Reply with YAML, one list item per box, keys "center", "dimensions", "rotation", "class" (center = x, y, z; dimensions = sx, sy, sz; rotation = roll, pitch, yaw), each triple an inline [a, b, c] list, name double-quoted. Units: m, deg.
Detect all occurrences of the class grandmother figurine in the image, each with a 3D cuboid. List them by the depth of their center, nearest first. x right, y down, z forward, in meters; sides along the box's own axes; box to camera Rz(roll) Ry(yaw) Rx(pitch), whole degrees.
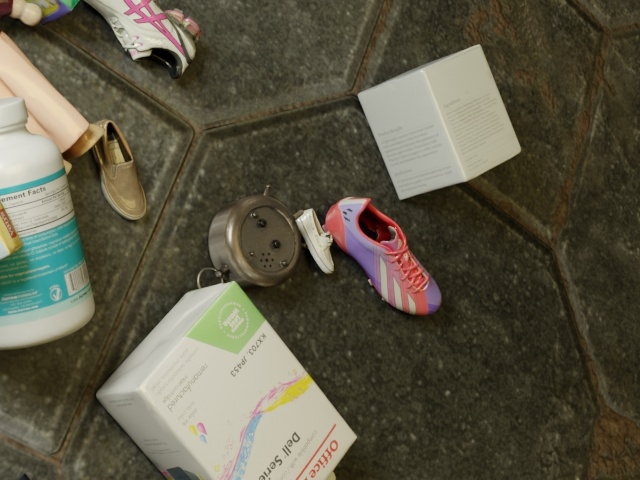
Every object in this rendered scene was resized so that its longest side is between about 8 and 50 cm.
- center: [-0.405, -0.225, 1.344]
  dimensions: [0.342, 0.104, 0.208]
  rotation: [49, 46, -23]
  class: "grandmother figurine"

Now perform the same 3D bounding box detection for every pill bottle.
- center: [-0.348, -0.022, 1.275]
  dimensions: [0.146, 0.146, 0.264]
  rotation: [-22, 109, -40]
  class: "pill bottle"

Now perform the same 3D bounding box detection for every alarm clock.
- center: [-0.098, 0.014, 1.562]
  dimensions: [0.192, 0.064, 0.129]
  rotation: [-42, 107, -33]
  class: "alarm clock"

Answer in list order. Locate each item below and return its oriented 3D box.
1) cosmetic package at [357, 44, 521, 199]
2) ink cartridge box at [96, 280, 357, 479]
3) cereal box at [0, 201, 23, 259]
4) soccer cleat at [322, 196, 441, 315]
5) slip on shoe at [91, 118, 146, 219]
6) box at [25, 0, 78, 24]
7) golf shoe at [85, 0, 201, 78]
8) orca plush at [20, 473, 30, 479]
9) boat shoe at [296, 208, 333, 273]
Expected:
- center: [0.185, -0.183, 1.770]
  dimensions: [0.151, 0.151, 0.184]
  rotation: [-27, 99, -39]
  class: "cosmetic package"
- center: [-0.094, 0.253, 1.472]
  dimensions: [0.353, 0.119, 0.207]
  rotation: [53, 53, -18]
  class: "ink cartridge box"
- center: [-0.454, -0.017, 1.185]
  dimensions: [0.173, 0.240, 0.047]
  rotation: [65, 11, -9]
  class: "cereal box"
- center: [0.108, 0.027, 1.698]
  dimensions: [0.248, 0.095, 0.083]
  rotation: [44, 57, -22]
  class: "soccer cleat"
- center: [-0.257, -0.092, 1.467]
  dimensions: [0.051, 0.041, 0.135]
  rotation: [-22, 94, -40]
  class: "slip on shoe"
- center: [-0.378, -0.342, 1.381]
  dimensions: [0.179, 0.105, 0.043]
  rotation: [41, 68, -24]
  class: "box"
- center: [-0.241, -0.285, 1.505]
  dimensions: [0.186, 0.067, 0.086]
  rotation: [28, 66, -32]
  class: "golf shoe"
- center: [-0.219, 0.339, 1.332]
  dimensions: [0.287, 0.151, 0.102]
  rotation: [29, 101, -2]
  class: "orca plush"
- center: [0.000, 0.000, 1.651]
  dimensions: [0.100, 0.035, 0.035]
  rotation: [63, 15, -5]
  class: "boat shoe"
